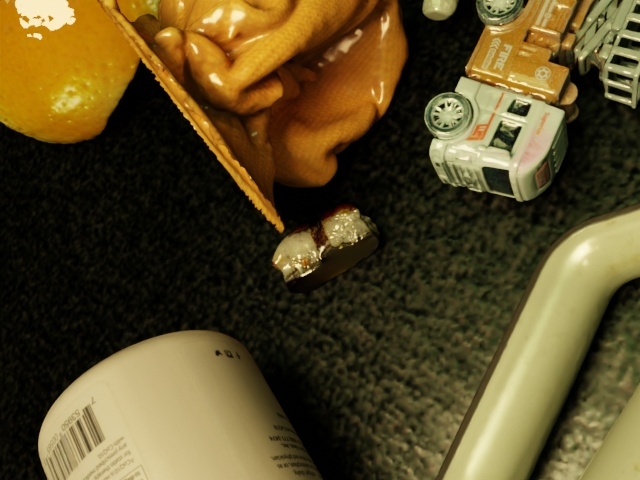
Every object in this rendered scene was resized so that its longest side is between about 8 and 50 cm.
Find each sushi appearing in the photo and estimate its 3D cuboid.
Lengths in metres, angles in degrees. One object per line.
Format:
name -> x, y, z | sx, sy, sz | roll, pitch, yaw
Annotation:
sushi -> 0.000, 0.000, 0.610 | 0.083, 0.044, 0.046 | -31, 62, 14

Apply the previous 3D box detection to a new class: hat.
hat -> -0.012, -0.166, 0.596 | 0.233, 0.244, 0.233 | -38, 66, -4

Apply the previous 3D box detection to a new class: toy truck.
toy truck -> 0.153, -0.110, 0.549 | 0.115, 0.080, 0.177 | 24, 83, 23

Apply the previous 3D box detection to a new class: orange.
orange -> -0.282, -0.245, 0.790 | 0.335, 0.196, 0.262 | 36, 105, 26

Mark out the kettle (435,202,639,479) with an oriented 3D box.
kettle -> 0.223, 0.082, 0.368 | 0.376, 0.250, 0.361 | -57, 36, 3

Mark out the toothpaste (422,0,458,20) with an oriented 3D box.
toothpaste -> 0.123, -0.288, 0.650 | 0.067, 0.037, 0.255 | 8, 74, 25

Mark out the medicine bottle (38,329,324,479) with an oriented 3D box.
medicine bottle -> -0.053, 0.207, 0.499 | 0.157, 0.157, 0.288 | -41, 58, 10
